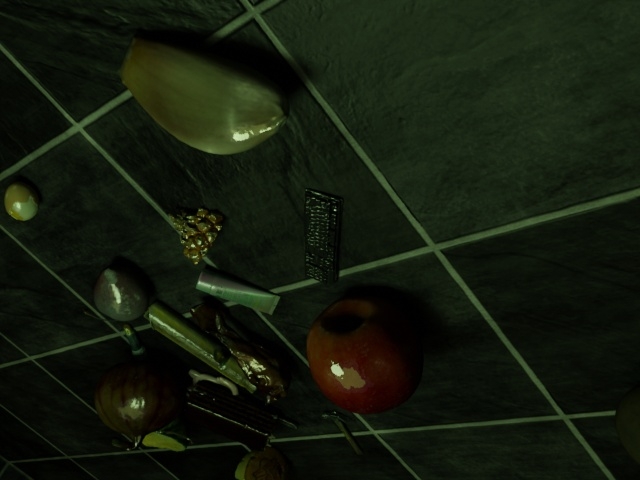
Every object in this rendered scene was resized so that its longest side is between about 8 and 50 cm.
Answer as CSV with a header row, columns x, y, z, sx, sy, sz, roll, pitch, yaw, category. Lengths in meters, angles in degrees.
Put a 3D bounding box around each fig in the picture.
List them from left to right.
x,y,z,sx,sy,sz,roll,pitch,yaw,category
-0.458,0.407,1.890,0.215,0.234,0.235,61,144,19,fig

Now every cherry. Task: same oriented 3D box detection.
x,y,z,sx,sy,sz,roll,pitch,yaw,category
-0.483,0.114,1.675,0.188,0.115,0.148,14,158,23,cherry

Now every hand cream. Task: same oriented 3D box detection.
x,y,z,sx,sy,sz,roll,pitch,yaw,category
-0.176,0.111,1.561,0.174,0.047,0.076,20,140,-6,hand cream

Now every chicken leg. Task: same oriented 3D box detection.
x,y,z,sx,sy,sz,roll,pitch,yaw,category
-0.175,0.246,1.654,0.093,0.113,0.304,-36,109,24,chicken leg

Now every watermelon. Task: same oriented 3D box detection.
x,y,z,sx,sy,sz,roll,pitch,yaw,category
-0.456,0.512,2.071,0.204,0.127,0.232,28,149,-10,watermelon

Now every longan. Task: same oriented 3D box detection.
x,y,z,sx,sy,sz,roll,pitch,yaw,category
0.611,0.327,1.276,0.187,0.168,0.167,10,142,-13,longan

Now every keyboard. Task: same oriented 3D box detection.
x,y,z,sx,sy,sz,roll,pitch,yaw,category
0.000,0.001,1.357,0.072,0.023,0.231,18,140,14,keyboard

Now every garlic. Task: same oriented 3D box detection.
x,y,z,sx,sy,sz,roll,pitch,yaw,category
-0.184,-0.225,1.146,0.318,0.112,0.143,23,118,14,garlic

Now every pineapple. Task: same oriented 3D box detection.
x,y,z,sx,sy,sz,roll,pitch,yaw,category
-0.246,-0.026,1.444,0.114,0.077,0.114,36,106,5,pineapple

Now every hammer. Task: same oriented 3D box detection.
x,y,z,sx,sy,sz,roll,pitch,yaw,category
0.069,0.487,1.849,0.062,0.017,0.182,-5,132,33,hammer

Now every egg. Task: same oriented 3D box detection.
x,y,z,sx,sy,sz,roll,pitch,yaw,category
-0.642,-0.087,1.576,0.071,0.071,0.083,14,137,15,egg

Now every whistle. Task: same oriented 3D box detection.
x,y,z,sx,sy,sz,roll,pitch,yaw,category
-0.282,0.257,1.760,0.326,0.057,0.068,35,140,-9,whistle

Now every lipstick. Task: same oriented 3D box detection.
x,y,z,sx,sy,sz,roll,pitch,yaw,category
-0.480,0.260,1.892,0.037,0.037,0.116,7,132,22,lipstick

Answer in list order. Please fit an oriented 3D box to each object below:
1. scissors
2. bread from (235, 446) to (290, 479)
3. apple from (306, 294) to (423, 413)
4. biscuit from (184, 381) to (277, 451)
x,y,z,sx,sy,sz,roll,pitch,yaw,category
-0.204,0.427,1.927,0.317,0.024,0.160,23,138,5,scissors
-0.158,0.642,2.058,0.156,0.125,0.086,34,150,-32,bread
0.084,0.217,1.396,0.218,0.218,0.201,-2,125,30,apple
-0.229,0.459,1.901,0.251,0.070,0.106,21,139,4,biscuit
